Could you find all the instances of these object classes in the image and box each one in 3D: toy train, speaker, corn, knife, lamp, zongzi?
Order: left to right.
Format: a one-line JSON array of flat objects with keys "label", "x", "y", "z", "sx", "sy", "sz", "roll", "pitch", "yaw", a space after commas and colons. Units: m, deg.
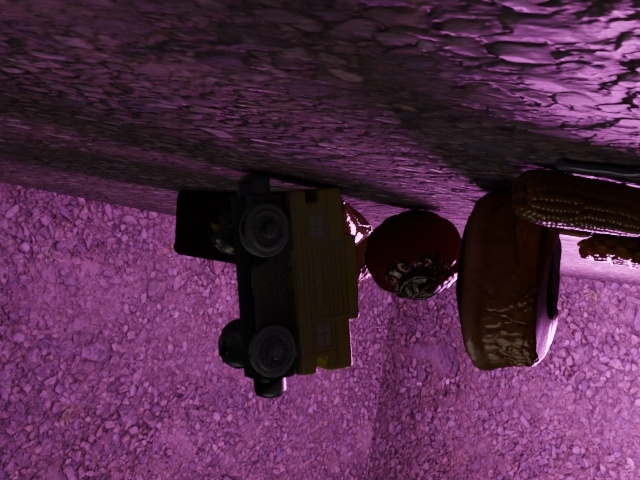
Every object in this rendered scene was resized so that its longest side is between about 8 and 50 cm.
[{"label": "speaker", "x": -0.217, "y": -0.037, "z": 2.153, "sx": 0.388, "sy": 0.180, "sz": 0.184, "roll": 7, "pitch": -176, "yaw": 36}, {"label": "toy train", "x": -0.061, "y": 0.083, "z": 1.661, "sx": 0.272, "sy": 0.442, "sz": 0.179, "roll": -6, "pitch": -176, "yaw": -30}, {"label": "zongzi", "x": 0.000, "y": 0.000, "z": 1.969, "sx": 0.115, "sy": 0.228, "sz": 0.256, "roll": 50, "pitch": -176, "yaw": 13}, {"label": "lamp", "x": 0.213, "y": 0.037, "z": 1.870, "sx": 0.227, "sy": 0.226, "sz": 0.227, "roll": 8, "pitch": 177, "yaw": 0}, {"label": "corn", "x": 0.370, "y": -0.050, "z": 1.141, "sx": 0.231, "sy": 0.080, "sz": 0.080, "roll": 7, "pitch": 178, "yaw": -16}, {"label": "knife", "x": 0.397, "y": -0.082, "z": 1.019, "sx": 0.210, "sy": 0.015, "sz": 0.028, "roll": 7, "pitch": 171, "yaw": 14}]

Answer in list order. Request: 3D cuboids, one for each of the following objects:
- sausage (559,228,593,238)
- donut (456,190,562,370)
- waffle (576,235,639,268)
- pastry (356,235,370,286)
[{"label": "sausage", "x": 0.429, "y": -0.035, "z": 1.660, "sx": 0.269, "sy": 0.032, "sz": 0.033, "roll": 9, "pitch": 177, "yaw": -15}, {"label": "donut", "x": 0.325, "y": 0.061, "z": 1.388, "sx": 0.160, "sy": 0.330, "sz": 0.330, "roll": -5, "pitch": 172, "yaw": 21}, {"label": "waffle", "x": 0.721, "y": 0.031, "z": 1.863, "sx": 0.260, "sy": 0.069, "sz": 0.293, "roll": 12, "pitch": 179, "yaw": -18}, {"label": "pastry", "x": 0.027, "y": 0.034, "z": 2.176, "sx": 0.240, "sy": 0.235, "sz": 0.132, "roll": 19, "pitch": -179, "yaw": -4}]
